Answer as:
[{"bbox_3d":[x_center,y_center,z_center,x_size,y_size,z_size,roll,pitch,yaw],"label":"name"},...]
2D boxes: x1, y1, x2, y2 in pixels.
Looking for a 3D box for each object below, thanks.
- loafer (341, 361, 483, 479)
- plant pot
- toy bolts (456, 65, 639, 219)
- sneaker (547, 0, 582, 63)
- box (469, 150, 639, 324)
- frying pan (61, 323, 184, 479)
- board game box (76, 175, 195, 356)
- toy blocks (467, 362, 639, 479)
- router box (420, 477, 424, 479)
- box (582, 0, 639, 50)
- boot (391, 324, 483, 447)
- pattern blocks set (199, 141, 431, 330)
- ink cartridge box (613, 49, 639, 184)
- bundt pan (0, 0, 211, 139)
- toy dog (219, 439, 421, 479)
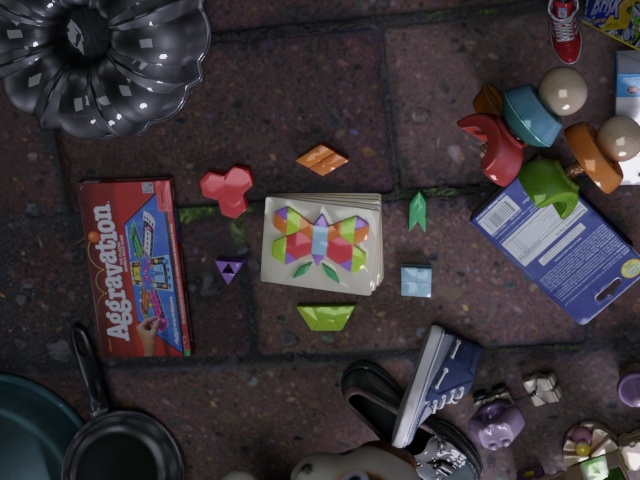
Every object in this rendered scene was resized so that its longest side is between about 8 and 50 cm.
[{"bbox_3d":[0.132,0.296,1.843,0.267,0.084,0.096,41,110,-6],"label":"loafer"},{"bbox_3d":[-0.543,0.420,1.865,0.341,0.334,0.341,3,109,8],"label":"plant pot"},{"bbox_3d":[0.288,-0.160,1.567,0.158,0.228,0.218,-38,62,23],"label":"toy bolts"},{"bbox_3d":[0.321,-0.286,1.618,0.042,0.067,0.118,-8,108,12],"label":"sneaker"},{"bbox_3d":[0.337,0.000,1.731,0.225,0.036,0.136,44,110,-5],"label":"box"},{"bbox_3d":[-0.348,0.314,1.899,0.326,0.197,0.053,51,151,-8],"label":"frying pan"},{"bbox_3d":[-0.277,0.043,1.853,0.145,0.027,0.281,-1,109,11],"label":"board game box"},{"bbox_3d":[0.389,0.357,1.730,0.289,0.260,0.309,-22,104,16],"label":"toy blocks"},{"bbox_3d":[0.117,0.416,1.913,0.123,0.038,0.092,-2,110,10],"label":"router box"},{"bbox_3d":[0.394,-0.283,1.551,0.054,0.169,0.059,2,111,-17],"label":"box"},{"bbox_3d":[0.170,0.221,1.781,0.086,0.069,0.190,22,75,-1],"label":"boot"},{"bbox_3d":[0.000,0.000,1.793,0.325,0.026,0.285,-8,108,11],"label":"pattern blocks set"},{"bbox_3d":[0.441,-0.162,1.628,0.104,0.061,0.181,0,131,10],"label":"ink cartridge box"},{"bbox_3d":[-0.324,-0.284,1.695,0.331,0.124,0.330,3,110,8],"label":"bundt pan"},{"bbox_3d":[0.010,0.479,1.791,0.396,0.284,0.407,23,119,1],"label":"toy dog"}]
